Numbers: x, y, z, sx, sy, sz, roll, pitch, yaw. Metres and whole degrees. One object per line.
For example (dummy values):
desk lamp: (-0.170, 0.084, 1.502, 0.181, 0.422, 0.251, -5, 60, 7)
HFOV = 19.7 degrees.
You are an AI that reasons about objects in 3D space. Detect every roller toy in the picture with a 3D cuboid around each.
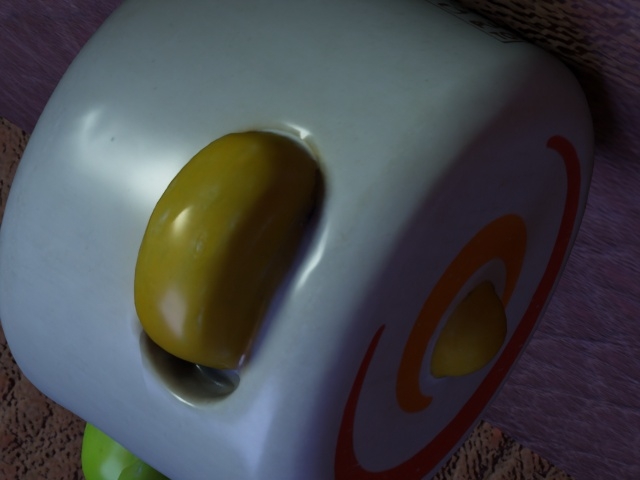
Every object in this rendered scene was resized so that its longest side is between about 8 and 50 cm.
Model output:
roller toy: (0.000, 0.000, 0.634, 0.146, 0.191, 0.209, 30, 149, 24)
